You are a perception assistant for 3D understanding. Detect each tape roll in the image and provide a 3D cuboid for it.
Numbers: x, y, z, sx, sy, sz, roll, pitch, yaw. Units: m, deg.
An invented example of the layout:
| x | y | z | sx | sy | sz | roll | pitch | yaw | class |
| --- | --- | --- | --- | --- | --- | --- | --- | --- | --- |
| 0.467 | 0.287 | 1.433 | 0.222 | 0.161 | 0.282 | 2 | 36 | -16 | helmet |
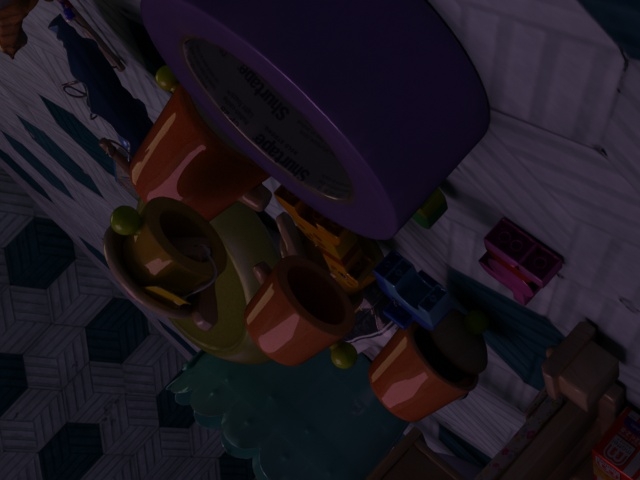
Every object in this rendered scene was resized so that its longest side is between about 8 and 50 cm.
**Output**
| x | y | z | sx | sy | sz | roll | pitch | yaw | class |
| --- | --- | --- | --- | --- | --- | --- | --- | --- | --- |
| -0.004 | -0.092 | 0.723 | 0.189 | 0.080 | 0.189 | 41 | 169 | 10 | tape roll |

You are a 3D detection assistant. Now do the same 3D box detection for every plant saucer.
| x | y | z | sx | sy | sz | roll | pitch | yaw | class |
| --- | --- | --- | --- | --- | --- | --- | --- | --- | --- |
| -0.125 | 0.032 | 1.392 | 0.241 | 0.037 | 0.241 | 30 | 136 | 35 | plant saucer |

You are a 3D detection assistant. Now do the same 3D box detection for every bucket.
| x | y | z | sx | sy | sz | roll | pitch | yaw | class |
| --- | --- | --- | --- | --- | --- | --- | --- | --- | --- |
| -0.032 | 0.209 | 1.630 | 0.281 | 0.183 | 0.281 | 41 | 168 | 11 | bucket |

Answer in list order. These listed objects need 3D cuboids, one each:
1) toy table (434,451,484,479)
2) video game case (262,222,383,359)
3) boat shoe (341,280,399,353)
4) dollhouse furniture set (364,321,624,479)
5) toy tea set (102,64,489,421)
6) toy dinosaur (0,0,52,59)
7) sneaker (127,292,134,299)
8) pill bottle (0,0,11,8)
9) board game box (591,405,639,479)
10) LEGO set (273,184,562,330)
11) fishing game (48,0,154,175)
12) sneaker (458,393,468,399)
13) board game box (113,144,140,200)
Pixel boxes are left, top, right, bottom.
| x | y | z | sx | sy | sz | roll | pitch | yaw | class |
| --- | --- | --- | --- | --- | --- | --- | --- | --- | --- |
| 0.160 | 0.384 | 1.544 | 0.274 | 0.252 | 0.161 | 51 | 155 | 17 | toy table |
| -0.009 | 0.049 | 1.383 | 0.190 | 0.022 | 0.173 | 31 | 164 | 46 | video game case |
| 0.028 | 0.054 | 1.189 | 0.083 | 0.065 | 0.183 | 45 | 161 | -6 | boat shoe |
| 0.067 | 0.204 | 0.997 | 0.174 | 0.303 | 0.355 | 38 | 167 | 26 | dollhouse furniture set |
| 0.000 | 0.000 | 0.976 | 0.336 | 0.124 | 0.200 | 29 | -149 | -30 | toy tea set |
| -0.248 | -0.212 | 1.007 | 0.064 | 0.112 | 0.211 | 38 | 165 | 28 | toy dinosaur |
| -0.146 | 0.006 | 1.531 | 0.236 | 0.104 | 0.095 | -22 | 79 | 56 | sneaker |
| -0.263 | -0.261 | 0.858 | 0.221 | 0.124 | 0.124 | 44 | 168 | -10 | pill bottle |
| 0.274 | 0.210 | 0.973 | 0.147 | 0.045 | 0.193 | 37 | 167 | 26 | board game box |
| 0.045 | -0.001 | 0.871 | 0.227 | 0.087 | 0.093 | 38 | 167 | 26 | LEGO set |
| -0.175 | -0.106 | 1.113 | 0.189 | 0.041 | 0.264 | 49 | -171 | -50 | fishing game |
| 0.125 | 0.135 | 1.245 | 0.037 | 0.032 | 0.083 | 32 | 178 | -22 | sneaker |
| -0.207 | -0.064 | 1.612 | 0.103 | 0.026 | 0.154 | 43 | 168 | 0 | board game box |
